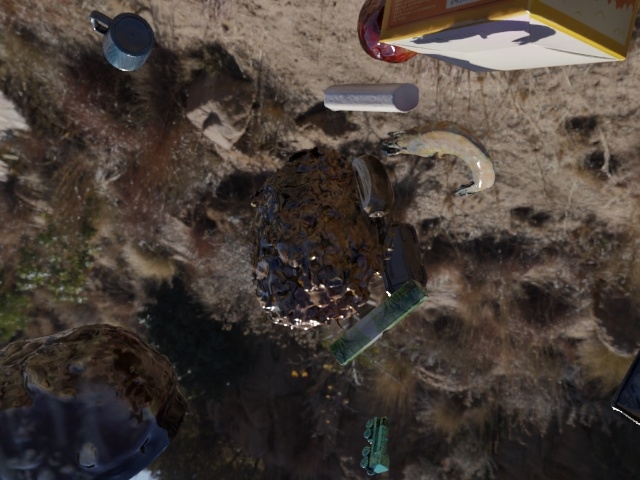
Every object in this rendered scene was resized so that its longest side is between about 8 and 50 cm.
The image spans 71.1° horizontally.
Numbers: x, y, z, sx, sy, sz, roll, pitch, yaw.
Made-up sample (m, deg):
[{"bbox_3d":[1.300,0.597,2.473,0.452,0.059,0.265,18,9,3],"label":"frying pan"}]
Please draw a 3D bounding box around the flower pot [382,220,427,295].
[{"bbox_3d":[0.242,0.047,1.312,0.084,0.250,0.179,-20,166,30],"label":"flower pot"}]

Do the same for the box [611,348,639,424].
[{"bbox_3d":[0.556,0.163,0.463,0.205,0.251,0.345,2,-160,-34],"label":"box"}]

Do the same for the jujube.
[{"bbox_3d":[0.173,-0.490,1.055,0.168,0.168,0.236,5,-174,11],"label":"jujube"}]

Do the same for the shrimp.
[{"bbox_3d":[0.192,-0.135,0.735,0.152,0.046,0.219,43,166,-31],"label":"shrimp"}]

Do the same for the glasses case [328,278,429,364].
[{"bbox_3d":[0.150,0.206,1.131,0.272,0.062,0.095,-41,161,10],"label":"glasses case"}]

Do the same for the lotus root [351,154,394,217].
[{"bbox_3d":[0.060,-0.061,0.477,0.038,0.083,0.030,13,137,-24],"label":"lotus root"}]

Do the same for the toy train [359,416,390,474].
[{"bbox_3d":[0.087,0.315,0.695,0.029,0.092,0.045,42,126,-18],"label":"toy train"}]

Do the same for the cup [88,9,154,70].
[{"bbox_3d":[-0.516,-0.517,1.162,0.150,0.113,0.138,-3,-173,-30],"label":"cup"}]

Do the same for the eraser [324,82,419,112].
[{"bbox_3d":[0.167,-0.475,1.490,0.270,0.094,0.174,15,-154,34],"label":"eraser"}]

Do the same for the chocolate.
[{"bbox_3d":[-0.401,0.245,0.682,0.340,0.210,0.225,-17,-154,-4],"label":"chocolate"}]

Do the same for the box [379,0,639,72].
[{"bbox_3d":[0.288,-0.397,0.687,0.260,0.213,0.284,-1,-165,-33],"label":"box"}]

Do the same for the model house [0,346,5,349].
[{"bbox_3d":[-0.637,0.246,0.776,0.181,0.248,0.176,9,131,40],"label":"model house"}]

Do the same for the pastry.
[{"bbox_3d":[0.000,0.000,0.655,0.193,0.274,0.275,0,169,-20],"label":"pastry"}]
